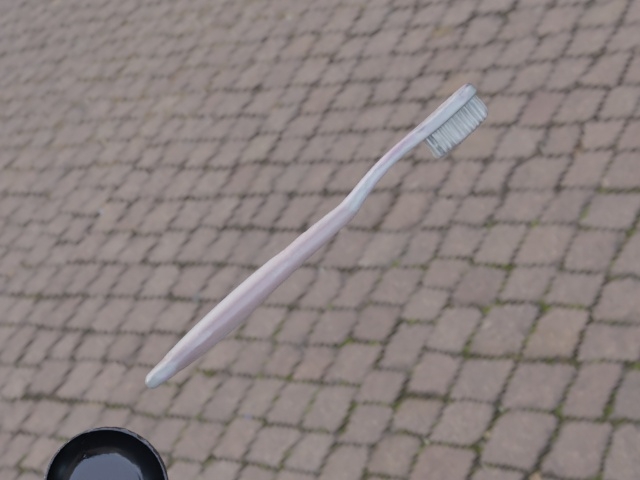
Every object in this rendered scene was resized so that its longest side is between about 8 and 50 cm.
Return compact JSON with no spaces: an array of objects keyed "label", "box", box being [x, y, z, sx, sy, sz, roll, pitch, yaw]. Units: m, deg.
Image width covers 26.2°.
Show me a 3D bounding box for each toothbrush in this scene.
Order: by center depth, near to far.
[{"label":"toothbrush","box":[0.000,0.000,0.944,0.307,0.029,0.025,-42,10,-8]}]

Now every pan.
[{"label":"pan","box":[-0.117,0.160,0.751,0.068,0.023,0.115,1,72,-11]}]
